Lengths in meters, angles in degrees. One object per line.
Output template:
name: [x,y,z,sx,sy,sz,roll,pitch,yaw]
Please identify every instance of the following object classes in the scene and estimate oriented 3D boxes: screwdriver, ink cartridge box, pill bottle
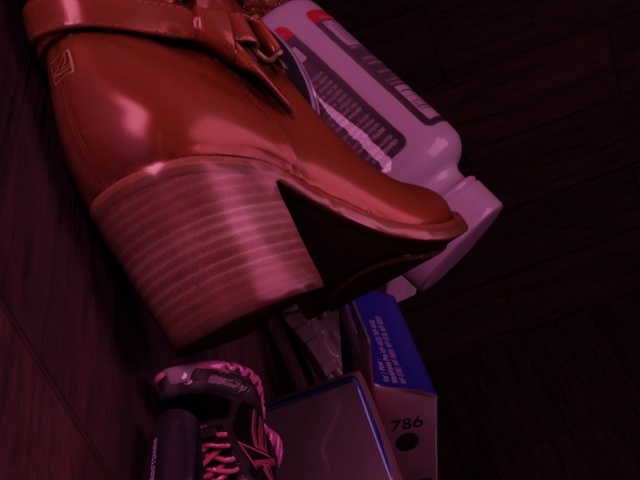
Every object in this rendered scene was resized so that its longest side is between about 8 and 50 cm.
screwdriver: [-0.057,0.120,0.369,0.170,0.025,0.024,-90,162,-57]
ink cartridge box: [0.063,0.180,1.002,0.165,0.065,0.333,-109,-168,-58]
pill bottle: [0.041,-0.100,1.151,0.318,0.176,0.176,44,-3,12]
ink cartridge box: [0.017,0.174,0.803,0.231,0.078,0.134,53,17,-84]

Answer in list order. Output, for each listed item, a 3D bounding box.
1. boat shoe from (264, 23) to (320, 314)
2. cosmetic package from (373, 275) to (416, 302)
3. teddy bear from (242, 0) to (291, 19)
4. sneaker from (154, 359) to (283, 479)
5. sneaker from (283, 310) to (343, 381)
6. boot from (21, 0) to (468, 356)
boat shoe: [-0.052,-0.098,0.976,0.119,0.121,0.335,74,-1,-60]
cosmetic package: [0.058,-0.004,1.674,0.231,0.085,0.117,36,-50,36]
teddy bear: [-0.129,-0.356,1.299,0.338,0.113,0.245,66,-13,-22]
sneaker: [-0.044,0.101,0.495,0.119,0.047,0.057,65,16,-49]
sneaker: [-0.012,0.071,1.190,0.095,0.090,0.235,33,-33,63]
boot: [-0.038,-0.066,0.570,0.283,0.109,0.220,-13,74,-55]
